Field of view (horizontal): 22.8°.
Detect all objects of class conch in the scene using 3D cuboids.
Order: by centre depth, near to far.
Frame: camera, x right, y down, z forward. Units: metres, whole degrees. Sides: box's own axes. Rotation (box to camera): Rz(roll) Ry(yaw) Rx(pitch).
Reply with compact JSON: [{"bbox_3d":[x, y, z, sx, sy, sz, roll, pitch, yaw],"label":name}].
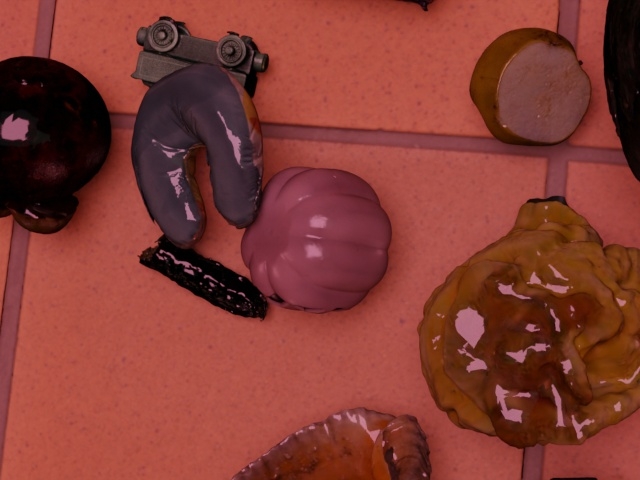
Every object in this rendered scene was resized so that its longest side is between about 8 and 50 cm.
[{"bbox_3d":[0.021,0.374,1.795,0.297,0.210,0.352,12,52,15],"label":"conch"}]

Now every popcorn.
[{"bbox_3d":[0.248,0.105,1.754,0.293,0.237,0.293,-1,85,15],"label":"popcorn"}]

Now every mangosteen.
[{"bbox_3d":[-0.354,-0.125,1.937,0.209,0.210,0.210,-1,83,12],"label":"mangosteen"}]

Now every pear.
[{"bbox_3d":[0.240,-0.180,1.859,0.141,0.104,0.141,-4,106,-13],"label":"pear"}]

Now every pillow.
[{"bbox_3d":[-0.150,-0.101,1.882,0.233,0.086,0.214,-21,76,48],"label":"pillow"}]

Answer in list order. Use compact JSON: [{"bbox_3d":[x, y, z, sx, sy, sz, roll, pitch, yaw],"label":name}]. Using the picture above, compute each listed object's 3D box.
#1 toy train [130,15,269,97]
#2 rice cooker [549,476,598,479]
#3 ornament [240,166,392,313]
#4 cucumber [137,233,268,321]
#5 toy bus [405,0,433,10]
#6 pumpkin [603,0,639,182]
[{"bbox_3d":[-0.151,-0.218,1.965,0.172,0.070,0.099,14,96,13],"label":"toy train"},{"bbox_3d":[0.281,0.397,1.717,0.241,0.227,0.281,-4,104,11],"label":"rice cooker"},{"bbox_3d":[0.000,0.001,1.858,0.177,0.177,0.178,-1,83,12],"label":"ornament"},{"bbox_3d":[-0.141,0.047,1.939,0.181,0.053,0.053,30,90,13],"label":"cucumber"},{"bbox_3d":[0.057,-0.342,1.916,0.199,0.108,0.096,12,86,14],"label":"toy bus"},{"bbox_3d":[0.483,-0.141,1.629,0.344,0.454,0.454,-39,77,3],"label":"pumpkin"}]
